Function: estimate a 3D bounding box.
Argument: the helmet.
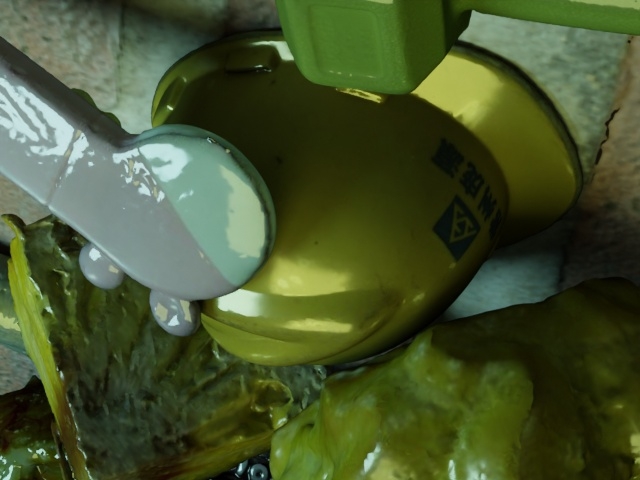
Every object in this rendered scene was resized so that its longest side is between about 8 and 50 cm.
[{"bbox_3d":[0.000,0.000,0.852,0.257,0.140,0.205,-2,143,35],"label":"helmet"}]

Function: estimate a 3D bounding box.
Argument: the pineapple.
[{"bbox_3d":[-0.103,0.075,0.963,0.236,0.186,0.114,27,153,9],"label":"pineapple"}]

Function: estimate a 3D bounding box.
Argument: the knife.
[{"bbox_3d":[-0.193,-0.097,0.803,0.398,0.038,0.132,36,129,3],"label":"knife"}]

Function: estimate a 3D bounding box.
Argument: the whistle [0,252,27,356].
[{"bbox_3d":[-0.257,0.028,1.096,0.326,0.057,0.068,23,111,-9],"label":"whistle"}]

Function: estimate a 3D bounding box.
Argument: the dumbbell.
[{"bbox_3d":[0.131,-0.106,0.639,0.302,0.108,0.121,10,147,15],"label":"dumbbell"}]

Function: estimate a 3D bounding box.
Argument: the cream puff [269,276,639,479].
[{"bbox_3d":[0.107,0.145,0.893,0.282,0.185,0.282,-23,164,-7],"label":"cream puff"}]

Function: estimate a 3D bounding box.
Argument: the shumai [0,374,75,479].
[{"bbox_3d":[-0.164,0.227,1.255,0.260,0.225,0.222,14,118,-42],"label":"shumai"}]

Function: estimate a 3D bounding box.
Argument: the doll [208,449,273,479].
[{"bbox_3d":[-0.080,0.245,1.046,0.284,0.310,0.240,13,135,27],"label":"doll"}]
